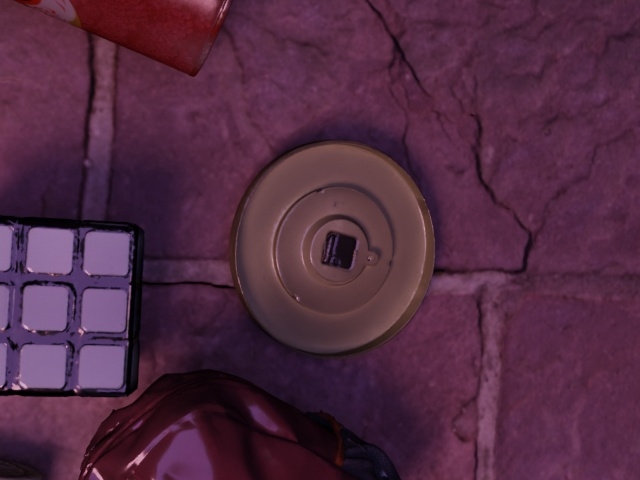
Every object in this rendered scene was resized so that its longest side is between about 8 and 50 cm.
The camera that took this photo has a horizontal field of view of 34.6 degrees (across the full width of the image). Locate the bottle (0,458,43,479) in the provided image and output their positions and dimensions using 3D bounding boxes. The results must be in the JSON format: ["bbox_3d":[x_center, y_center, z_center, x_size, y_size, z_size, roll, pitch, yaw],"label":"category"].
[{"bbox_3d":[-0.341,0.337,0.985,0.104,0.104,0.245,12,86,-15],"label":"bottle"}]

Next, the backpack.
[{"bbox_3d":[-0.099,0.263,0.981,0.317,0.197,0.283,40,81,-35],"label":"backpack"}]

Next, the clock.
[{"bbox_3d":[0.016,0.010,1.101,0.234,0.029,0.235,-2,96,-23],"label":"clock"}]

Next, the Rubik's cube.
[{"bbox_3d":[-0.257,0.059,0.978,0.163,0.162,0.161,3,88,-14],"label":"Rubik's cube"}]

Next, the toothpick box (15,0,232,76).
[{"bbox_3d":[-0.235,-0.311,0.966,0.333,0.204,0.204,22,84,-14],"label":"toothpick box"}]
